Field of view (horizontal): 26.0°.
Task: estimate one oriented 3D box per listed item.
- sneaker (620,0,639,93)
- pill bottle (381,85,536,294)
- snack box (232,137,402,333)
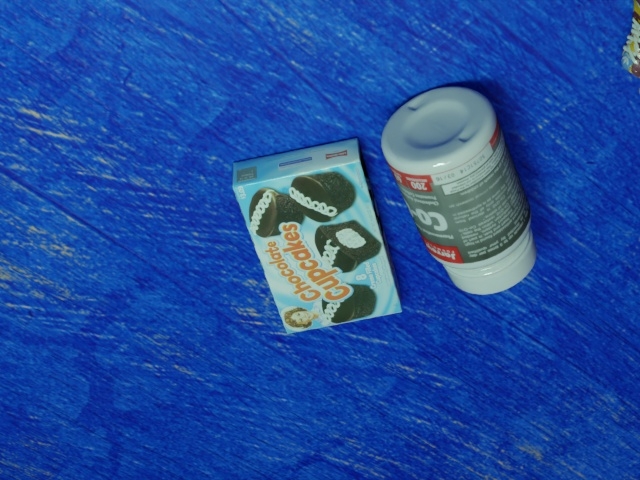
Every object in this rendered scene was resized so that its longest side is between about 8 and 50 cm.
[{"bbox_3d":[0.433,-0.261,1.835,0.084,0.069,0.185,-26,129,13],"label":"sneaker"},{"bbox_3d":[0.203,-0.063,1.946,0.161,0.161,0.283,-17,132,12],"label":"pill bottle"},{"bbox_3d":[0.000,0.000,2.063,0.187,0.060,0.322,-11,133,8],"label":"snack box"}]
